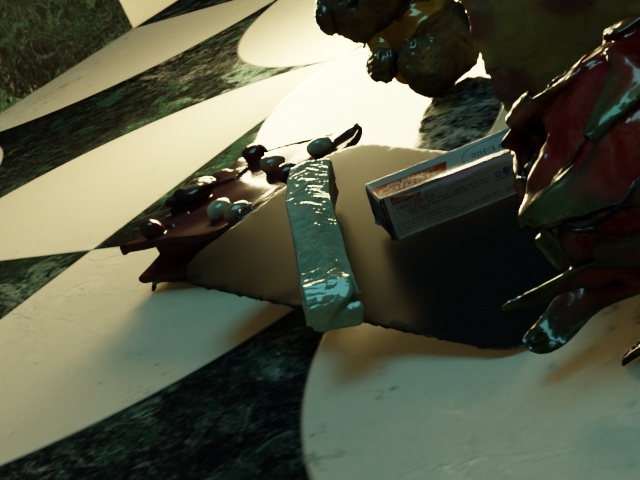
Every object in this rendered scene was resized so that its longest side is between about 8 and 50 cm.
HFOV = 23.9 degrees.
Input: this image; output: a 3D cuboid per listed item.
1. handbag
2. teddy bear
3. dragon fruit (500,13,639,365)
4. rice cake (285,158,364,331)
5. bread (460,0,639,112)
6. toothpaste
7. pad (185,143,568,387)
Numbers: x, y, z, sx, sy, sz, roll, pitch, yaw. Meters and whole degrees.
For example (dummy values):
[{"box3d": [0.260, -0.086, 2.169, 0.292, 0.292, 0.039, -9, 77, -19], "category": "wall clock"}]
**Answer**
[{"box3d": [-0.067, -0.036, 1.474, 0.216, 0.074, 0.203, -5, 27, 47], "category": "handbag"}, {"box3d": [0.091, -0.245, 1.668, 0.177, 0.190, 0.140, -53, -3, -18], "category": "teddy bear"}, {"box3d": [0.216, -0.046, 0.960, 0.274, 0.192, 0.193, -31, -18, -22], "category": "dragon fruit"}, {"box3d": [0.000, 0.000, 1.183, 0.045, 0.042, 0.245, -12, 27, 1], "category": "rice cake"}, {"box3d": [0.303, -0.254, 1.411, 0.338, 0.187, 0.155, -17, 17, 21], "category": "bread"}, {"box3d": [0.135, -0.057, 1.215, 0.196, 0.040, 0.047, -22, 24, -8], "category": "toothpaste"}, {"box3d": [0.068, 0.033, 1.195, 0.375, 0.063, 0.315, 10, 37, 44], "category": "pad"}]
